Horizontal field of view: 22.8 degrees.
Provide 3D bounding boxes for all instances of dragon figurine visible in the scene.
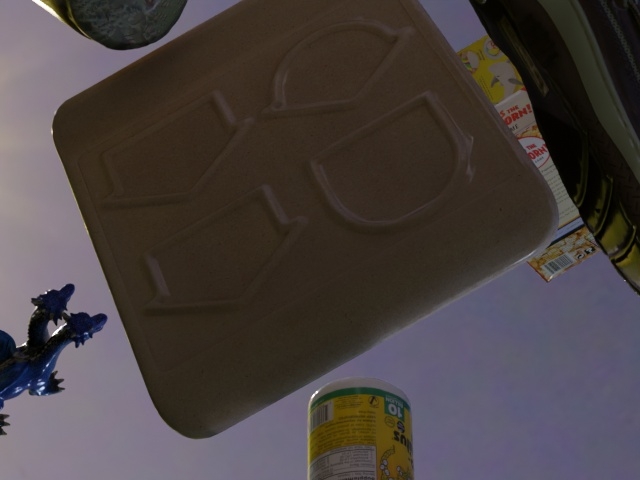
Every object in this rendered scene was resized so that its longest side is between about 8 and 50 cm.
[{"bbox_3d":[-0.376,0.155,1.812,0.085,0.289,0.144,54,-13,23],"label":"dragon figurine"}]

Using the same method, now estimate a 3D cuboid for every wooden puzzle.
[{"bbox_3d":[-0.021,-0.043,1.237,0.348,0.322,0.080,62,2,38],"label":"wooden puzzle"}]

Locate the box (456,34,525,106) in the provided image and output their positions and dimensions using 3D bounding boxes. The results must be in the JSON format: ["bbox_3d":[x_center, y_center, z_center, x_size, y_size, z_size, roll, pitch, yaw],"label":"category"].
[{"bbox_3d":[0.192,-0.168,1.708,0.179,0.043,0.105,-28,-98,24],"label":"box"}]

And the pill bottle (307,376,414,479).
[{"bbox_3d":[0.043,0.262,1.704,0.118,0.117,0.208,94,-3,-51],"label":"pill bottle"}]

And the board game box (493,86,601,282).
[{"bbox_3d":[0.208,-0.056,1.384,0.193,0.146,0.045,40,26,-43],"label":"board game box"}]

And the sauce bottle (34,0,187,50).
[{"bbox_3d":[-0.234,-0.261,1.374,0.344,0.111,0.111,34,-36,50],"label":"sauce bottle"}]

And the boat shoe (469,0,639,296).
[{"bbox_3d":[0.164,-0.089,0.850,0.257,0.095,0.095,63,-8,0],"label":"boat shoe"}]
